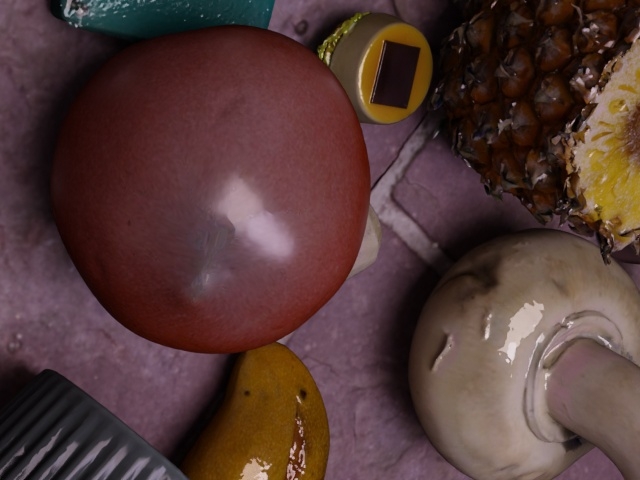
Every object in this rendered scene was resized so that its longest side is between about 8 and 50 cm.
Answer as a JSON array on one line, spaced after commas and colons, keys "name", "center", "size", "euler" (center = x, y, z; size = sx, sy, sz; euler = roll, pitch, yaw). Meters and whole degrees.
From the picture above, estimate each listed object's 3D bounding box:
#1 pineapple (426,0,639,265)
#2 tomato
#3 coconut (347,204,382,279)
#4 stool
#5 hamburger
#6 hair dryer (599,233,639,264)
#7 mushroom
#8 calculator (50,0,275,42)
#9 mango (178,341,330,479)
[{"name": "pineapple", "center": [0.294, -0.171, 1.627], "size": [0.352, 0.300, 0.352], "euler": [-19, 122, -33]}, {"name": "tomato", "center": [-0.105, -0.046, 1.419], "size": [0.321, 0.321, 0.321], "euler": [-9, 109, -29]}, {"name": "coconut", "center": [0.000, 0.000, 1.631], "size": [0.124, 0.110, 0.110], "euler": [-23, 115, -27]}, {"name": "stool", "center": [-0.285, 0.327, 1.446], "size": [0.330, 0.297, 0.297], "euler": [-50, 123, -15]}, {"name": "hamburger", "center": [0.054, -0.189, 1.617], "size": [0.141, 0.081, 0.127], "euler": [-15, 114, -36]}, {"name": "hair dryer", "center": [0.446, 0.103, 1.838], "size": [0.106, 0.189, 0.344], "euler": [-6, 96, -25]}, {"name": "mushroom", "center": [0.276, 0.162, 1.758], "size": [0.356, 0.315, 0.315], "euler": [41, 80, 2]}, {"name": "calculator", "center": [-0.137, -0.322, 1.475], "size": [0.248, 0.058, 0.274], "euler": [6, 101, -31]}, {"name": "mango", "center": [-0.074, 0.263, 1.645], "size": [0.177, 0.120, 0.295], "euler": [21, 92, -36]}]
